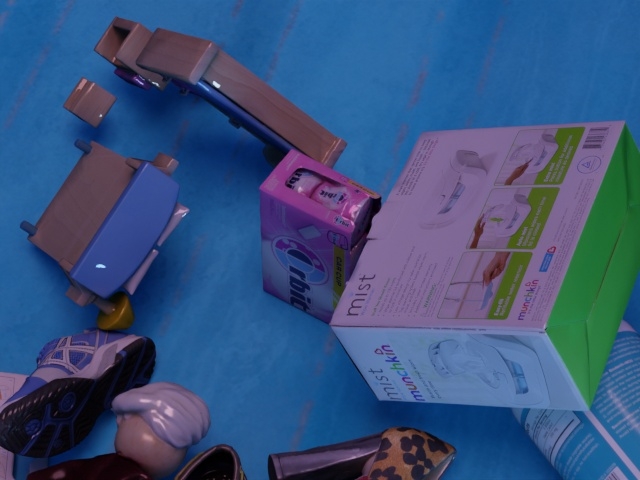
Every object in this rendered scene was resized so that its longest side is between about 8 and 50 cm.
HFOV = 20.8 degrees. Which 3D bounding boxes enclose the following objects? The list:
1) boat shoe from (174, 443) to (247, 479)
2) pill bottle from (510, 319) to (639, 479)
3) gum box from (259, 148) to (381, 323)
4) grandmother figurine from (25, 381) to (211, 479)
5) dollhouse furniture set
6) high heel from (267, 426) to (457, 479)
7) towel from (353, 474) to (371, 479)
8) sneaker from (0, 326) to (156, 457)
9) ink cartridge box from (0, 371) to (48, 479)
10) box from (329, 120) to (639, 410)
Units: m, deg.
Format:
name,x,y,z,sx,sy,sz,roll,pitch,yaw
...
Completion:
name,x,y,z,sx,sy,sz,roll,pitch,yaw
boat shoe,-0.140,0.290,1.632,0.081,0.068,0.228,22,57,15
pill bottle,0.280,0.172,1.672,0.146,0.146,0.264,-26,59,-18
gum box,0.000,0.000,1.768,0.107,0.188,0.062,27,58,18
grandmother figurine,-0.222,0.269,1.607,0.208,0.104,0.342,21,62,34
dollhouse furniture set,-0.175,-0.049,1.874,0.303,0.198,0.286,-57,31,-6
high heel,0.071,0.293,1.625,0.186,0.093,0.261,-8,57,-16
towel,0.003,0.361,1.461,0.237,0.037,0.329,-21,45,-9
sneaker,-0.254,0.147,1.717,0.081,0.080,0.211,20,29,28
ink cartridge box,-0.382,0.206,1.716,0.225,0.056,0.181,11,53,-17
box,0.168,0.019,1.661,0.231,0.127,0.262,-2,47,34
